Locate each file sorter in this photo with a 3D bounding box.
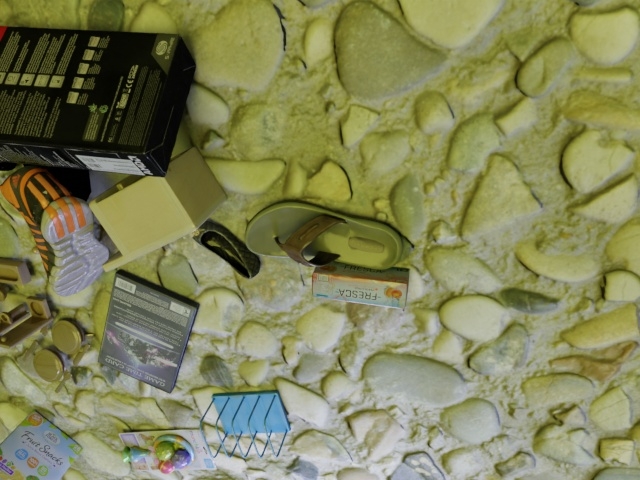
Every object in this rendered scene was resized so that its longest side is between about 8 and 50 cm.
[{"bbox_3d":[-0.174,0.430,1.271,0.170,0.104,0.118,-8,114,16],"label":"file sorter"}]

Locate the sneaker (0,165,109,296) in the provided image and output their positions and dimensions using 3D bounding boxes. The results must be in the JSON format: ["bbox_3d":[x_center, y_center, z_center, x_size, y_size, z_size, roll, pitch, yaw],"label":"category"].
[{"bbox_3d":[-0.525,-0.030,1.093,0.180,0.124,0.321,44,142,17],"label":"sneaker"}]

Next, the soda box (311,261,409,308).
[{"bbox_3d":[0.078,0.083,1.066,0.183,0.063,0.058,7,117,11],"label":"soda box"}]

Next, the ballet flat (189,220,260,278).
[{"bbox_3d":[-0.194,0.014,1.105,0.173,0.049,0.057,33,117,-4],"label":"ballet flat"}]

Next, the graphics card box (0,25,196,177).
[{"bbox_3d":[-0.420,-0.242,0.940,0.371,0.232,0.094,5,160,11],"label":"graphics card box"}]

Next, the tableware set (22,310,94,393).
[{"bbox_3d":[-0.629,0.266,1.338,0.128,0.039,0.194,42,112,5],"label":"tableware set"}]

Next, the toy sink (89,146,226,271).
[{"bbox_3d":[-0.326,-0.063,1.042,0.234,0.153,0.131,-23,108,23],"label":"toy sink"}]

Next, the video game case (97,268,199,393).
[{"bbox_3d":[-0.401,0.215,1.266,0.196,0.026,0.274,23,119,2],"label":"video game case"}]

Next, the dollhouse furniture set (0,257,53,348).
[{"bbox_3d":[-0.720,0.137,1.236,0.144,0.123,0.151,5,117,21],"label":"dollhouse furniture set"}]

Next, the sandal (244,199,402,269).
[{"bbox_3d":[0.001,-0.001,1.030,0.303,0.086,0.120,6,116,10],"label":"sandal"}]

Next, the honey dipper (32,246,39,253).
[{"bbox_3d":[-0.567,0.017,1.207,0.161,0.030,0.030,-7,114,18],"label":"honey dipper"}]

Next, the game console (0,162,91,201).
[{"bbox_3d":[-0.643,-0.176,1.124,0.361,0.044,0.213,3,116,13],"label":"game console"}]

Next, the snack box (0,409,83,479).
[{"bbox_3d":[-0.750,0.574,1.418,0.174,0.207,0.070,42,117,-10],"label":"snack box"}]

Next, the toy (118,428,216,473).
[{"bbox_3d":[-0.401,0.555,1.413,0.237,0.056,0.137,-5,115,16],"label":"toy"}]
